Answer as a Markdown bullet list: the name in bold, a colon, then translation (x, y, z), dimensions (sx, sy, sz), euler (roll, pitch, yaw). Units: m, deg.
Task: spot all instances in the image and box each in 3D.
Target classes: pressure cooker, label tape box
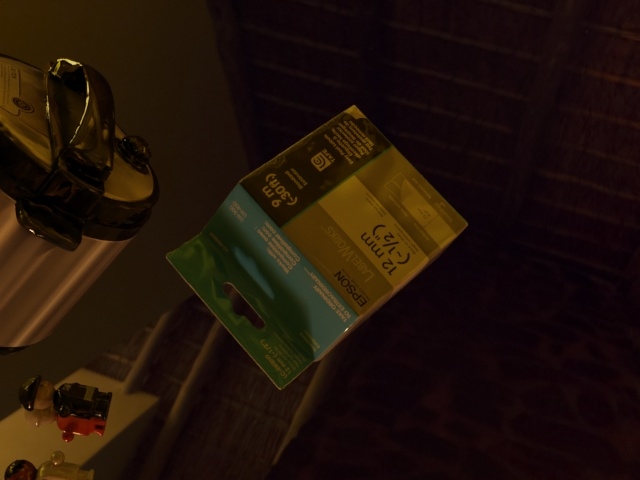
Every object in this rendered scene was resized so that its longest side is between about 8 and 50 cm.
- **pressure cooker**: translation (-0.459, -0.083, 1.267), dimensions (0.420, 0.375, 0.370), euler (-45, -100, 16)
- **label tape box**: translation (0.000, 0.000, 1.159), dimensions (0.249, 0.348, 0.115), euler (48, -31, 8)

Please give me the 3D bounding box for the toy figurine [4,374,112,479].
- **toy figurine**: translation (-0.446, 0.344, 1.387), dimensions (0.148, 0.213, 0.209), euler (13, -114, -11)
